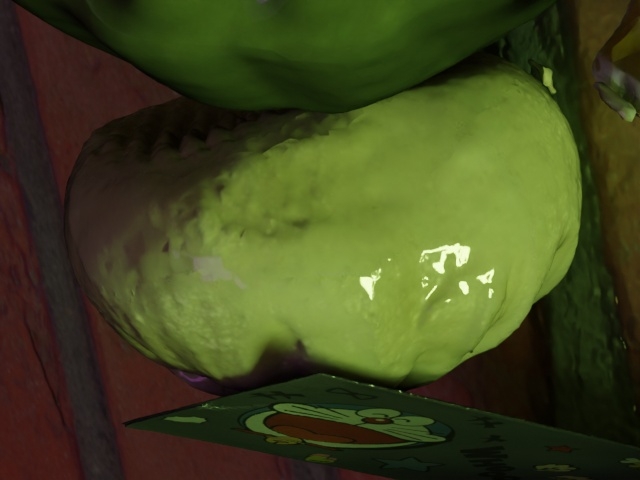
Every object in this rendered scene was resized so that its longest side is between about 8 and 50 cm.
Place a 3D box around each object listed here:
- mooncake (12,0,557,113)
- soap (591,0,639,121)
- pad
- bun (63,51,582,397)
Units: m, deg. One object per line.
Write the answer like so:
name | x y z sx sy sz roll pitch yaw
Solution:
mooncake | -0.020 -0.228 0.761 0.351 0.187 0.351 -1 87 13
soap | 0.250 -0.041 0.645 0.274 0.173 0.089 36 130 33
pad | 0.050 0.100 0.916 0.170 0.245 0.006 -20 61 51
bun | 0.000 0.000 0.909 0.259 0.259 0.160 2 109 49
